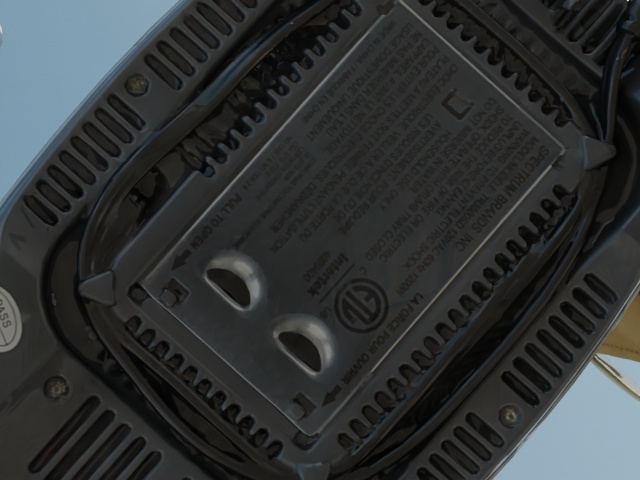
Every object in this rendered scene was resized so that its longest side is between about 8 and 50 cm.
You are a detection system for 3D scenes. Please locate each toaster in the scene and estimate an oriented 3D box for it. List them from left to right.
[{"bbox_3d":[0.000,0.000,0.495,0.129,0.146,0.227,41,-98,-2],"label":"toaster"}]

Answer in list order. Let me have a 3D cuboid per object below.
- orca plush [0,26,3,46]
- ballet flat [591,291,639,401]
[{"bbox_3d":[-0.293,-0.169,1.063,0.287,0.151,0.102,60,-149,-42],"label":"orca plush"},{"bbox_3d":[0.220,0.069,1.037,0.232,0.080,0.073,25,-74,-7],"label":"ballet flat"}]
